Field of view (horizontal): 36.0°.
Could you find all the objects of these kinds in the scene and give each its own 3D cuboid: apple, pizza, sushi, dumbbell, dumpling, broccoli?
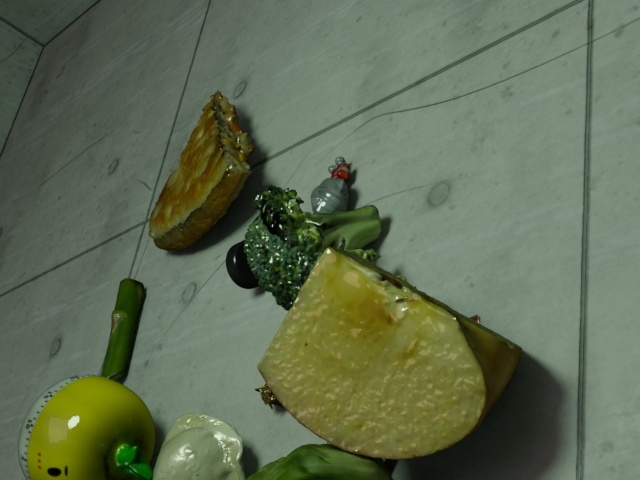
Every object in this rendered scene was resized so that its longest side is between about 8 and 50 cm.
[{"bbox_3d":[0.109,0.153,1.378,0.314,0.309,0.252,-43,-22,-38],"label":"apple"},{"bbox_3d":[-0.241,-0.183,2.280,0.440,0.130,0.406,-32,39,50],"label":"pizza"},{"bbox_3d":[-0.071,0.264,1.738,0.118,0.060,0.061,-27,48,40],"label":"sushi"},{"bbox_3d":[-0.093,0.027,1.928,0.191,0.100,0.100,-24,46,42],"label":"dumbbell"},{"bbox_3d":[-0.205,0.426,1.731,0.179,0.131,0.252,-5,68,26],"label":"dumpling"},{"bbox_3d":[0.000,0.000,1.724,0.243,0.247,0.263,-24,2,-28],"label":"broccoli"}]

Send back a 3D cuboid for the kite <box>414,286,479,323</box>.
[{"bbox_3d":[0.163,0.167,1.515,0.189,0.009,0.232,-30,49,12],"label":"kite"}]

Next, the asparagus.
[{"bbox_3d":[-0.459,0.213,2.292,0.060,0.067,0.278,-8,57,17],"label":"asparagus"}]

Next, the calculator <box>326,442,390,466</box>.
[{"bbox_3d":[0.068,0.299,1.553,0.157,0.033,0.237,-3,64,51],"label":"calculator"}]

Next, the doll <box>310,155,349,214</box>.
[{"bbox_3d":[0.024,-0.095,1.906,0.094,0.079,0.180,-48,18,41],"label":"doll"}]

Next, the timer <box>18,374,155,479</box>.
[{"bbox_3d":[-0.422,0.406,1.922,0.285,0.285,0.285,-33,40,33],"label":"timer"}]

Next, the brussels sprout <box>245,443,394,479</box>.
[{"bbox_3d":[0.001,0.419,1.307,0.289,0.281,0.355,-26,19,19],"label":"brussels sprout"}]
